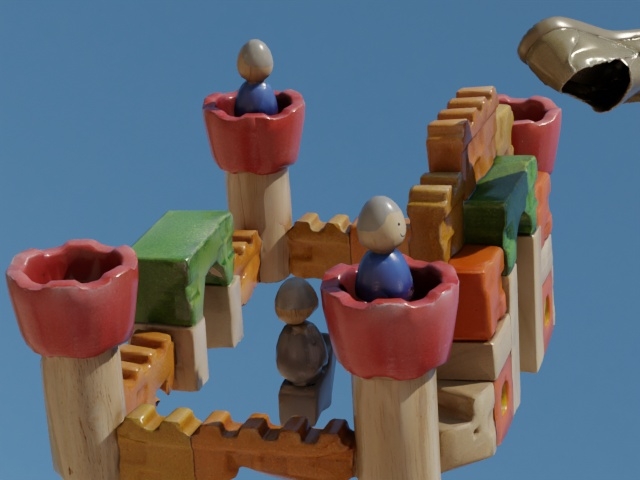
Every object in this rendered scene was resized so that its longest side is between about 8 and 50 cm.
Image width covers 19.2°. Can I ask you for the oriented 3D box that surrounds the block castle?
[{"bbox_3d":[0.000,0.000,1.352,0.303,0.453,0.213,3,-69,17],"label":"block castle"}]

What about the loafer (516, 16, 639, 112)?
[{"bbox_3d":[0.195,-0.109,1.250,0.148,0.050,0.056,3,-38,-31],"label":"loafer"}]
